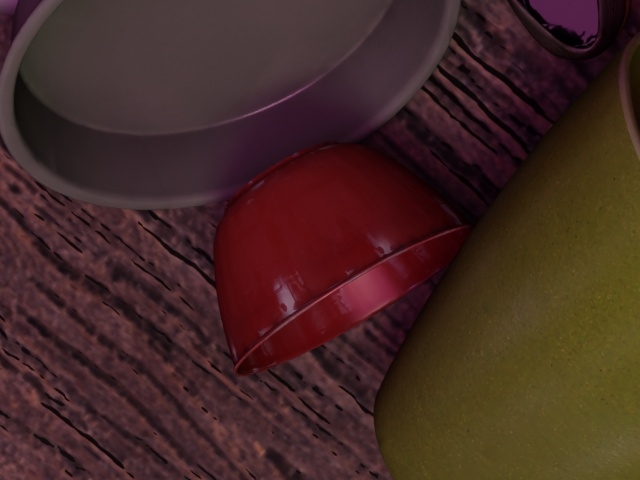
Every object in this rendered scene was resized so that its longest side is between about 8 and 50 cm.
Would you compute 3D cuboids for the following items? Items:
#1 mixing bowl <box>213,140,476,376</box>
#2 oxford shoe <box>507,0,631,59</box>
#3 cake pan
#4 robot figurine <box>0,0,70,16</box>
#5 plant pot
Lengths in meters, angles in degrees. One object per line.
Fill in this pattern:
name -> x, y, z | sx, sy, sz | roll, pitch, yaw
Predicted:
mixing bowl -> 0.000, 0.000, 1.252 | 0.181, 0.181, 0.098 | -34, 78, 15
oxford shoe -> 0.112, -0.234, 1.198 | 0.097, 0.098, 0.271 | -32, 97, 15
cake pan -> -0.059, -0.126, 1.186 | 0.293, 0.293, 0.054 | -31, 58, 15
robot figurine -> -0.199, -0.286, 1.184 | 0.354, 0.200, 0.299 | 4, 89, 9
plant pot -> 0.177, 0.065, 1.197 | 0.275, 0.275, 0.293 | 47, 122, -4
